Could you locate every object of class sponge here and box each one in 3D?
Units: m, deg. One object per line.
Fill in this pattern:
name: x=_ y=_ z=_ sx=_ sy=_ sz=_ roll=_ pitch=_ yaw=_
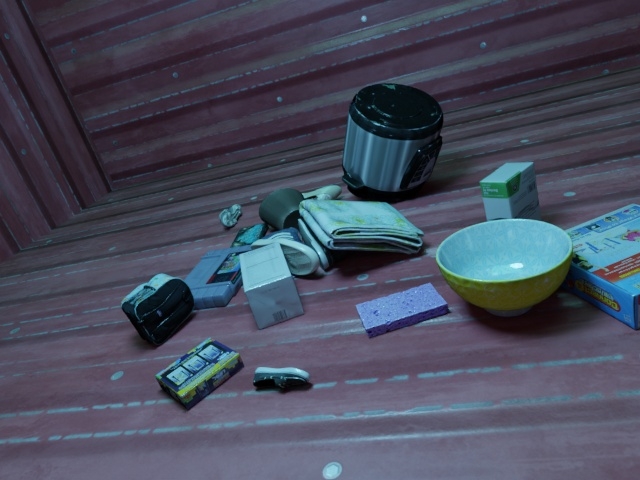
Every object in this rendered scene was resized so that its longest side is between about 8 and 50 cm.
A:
sponge: x=0.203 y=0.173 z=1.197 sx=0.210 sy=0.031 sz=0.117 roll=-17 pitch=23 yaw=-1

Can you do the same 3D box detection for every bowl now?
bowl: x=0.426 y=0.080 z=1.097 sx=0.289 sy=0.156 sz=0.289 roll=-14 pitch=24 yaw=7

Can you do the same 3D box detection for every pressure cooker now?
pressure cooker: x=0.276 y=-0.366 z=1.900 sx=0.370 sy=0.420 sz=0.375 roll=4 pitch=45 yaw=-2

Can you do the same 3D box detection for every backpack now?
backpack: x=-0.485 y=0.195 z=1.429 sx=0.144 sy=0.166 sz=0.188 roll=10 pitch=42 yaw=44

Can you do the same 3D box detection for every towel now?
towel: x=0.124 y=-0.060 z=1.547 sx=0.320 sy=0.090 sz=0.374 roll=4 pitch=18 yaw=-17

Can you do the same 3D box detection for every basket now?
basket: x=-0.122 y=-0.098 z=1.874 sx=0.204 sy=0.154 sz=0.227 roll=-23 pitch=28 yaw=-11

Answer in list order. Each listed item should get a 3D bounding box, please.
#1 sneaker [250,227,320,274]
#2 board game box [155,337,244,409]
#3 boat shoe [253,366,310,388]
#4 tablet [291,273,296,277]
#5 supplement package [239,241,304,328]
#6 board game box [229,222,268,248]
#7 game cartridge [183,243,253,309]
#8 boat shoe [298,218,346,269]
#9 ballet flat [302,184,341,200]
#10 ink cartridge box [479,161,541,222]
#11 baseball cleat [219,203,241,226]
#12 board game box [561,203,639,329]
sneaker: x=-0.093 y=0.020 z=1.596 sx=0.148 sy=0.131 sz=0.350 roll=-34 pitch=26 yaw=-30
board game box: x=-0.300 y=0.324 z=1.177 sx=0.170 sy=0.048 sz=0.141 roll=-33 pitch=30 yaw=-34
boat shoe: x=-0.089 y=0.315 z=1.068 sx=0.142 sy=0.049 sz=0.040 roll=-6 pitch=45 yaw=28
tablet: x=-0.117 y=0.122 z=1.556 sx=0.083 sy=0.006 sz=0.054 roll=-24 pitch=24 yaw=-18
supplement package: x=-0.150 y=0.125 z=1.401 sx=0.139 sy=0.134 sz=0.244 roll=-18 pitch=26 yaw=-5
board game box: x=-0.291 y=-0.014 z=1.946 sx=0.126 sy=0.026 sz=0.186 roll=-12 pitch=24 yaw=10
game cartridge: x=-0.363 y=0.120 z=1.663 sx=0.230 sy=0.068 sz=0.355 roll=-13 pitch=23 yaw=19
boat shoe: x=0.000 y=0.000 z=1.630 sx=0.091 sy=0.114 sz=0.302 roll=-22 pitch=36 yaw=-9
ballet flat: x=-0.025 y=-0.175 z=2.081 sx=0.248 sy=0.086 sz=0.086 roll=-13 pitch=24 yaw=13
ink cartridge box: x=0.547 y=-0.100 z=1.353 sx=0.153 sy=0.208 sz=0.087 roll=-31 pitch=24 yaw=-32
baseball cleat: x=-0.434 y=-0.101 z=2.205 sx=0.109 sy=0.072 sz=0.206 roll=-23 pitch=16 yaw=21
board game box: x=0.714 y=0.041 z=1.079 sx=0.308 sy=0.086 sz=0.302 roll=-20 pitch=24 yaw=-7
